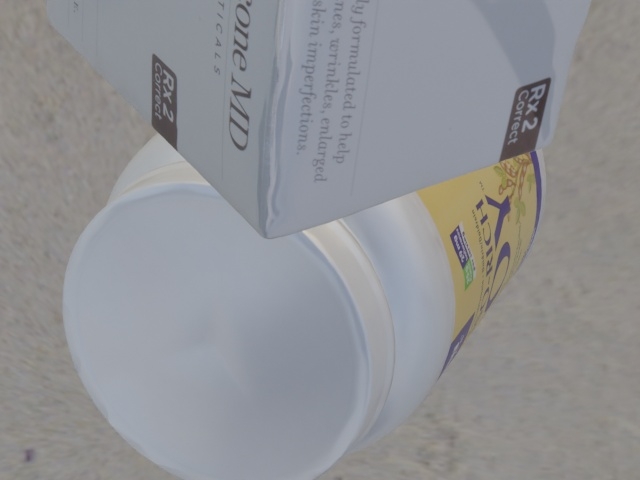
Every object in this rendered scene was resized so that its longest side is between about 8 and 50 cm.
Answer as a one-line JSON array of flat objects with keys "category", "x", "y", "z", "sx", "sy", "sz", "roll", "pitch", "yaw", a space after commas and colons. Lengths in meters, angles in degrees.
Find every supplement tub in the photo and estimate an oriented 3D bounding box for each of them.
[{"category": "supplement tub", "x": 0.000, "y": 0.000, "z": 0.999, "sx": 0.241, "sy": 0.331, "sz": 0.241, "roll": 10, "pitch": 116, "yaw": 21}]

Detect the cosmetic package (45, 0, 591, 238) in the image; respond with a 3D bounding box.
[{"category": "cosmetic package", "x": -0.004, "y": -0.126, "z": 0.593, "sx": 0.151, "sy": 0.151, "sz": 0.184, "roll": -19, "pitch": 44, "yaw": -29}]
